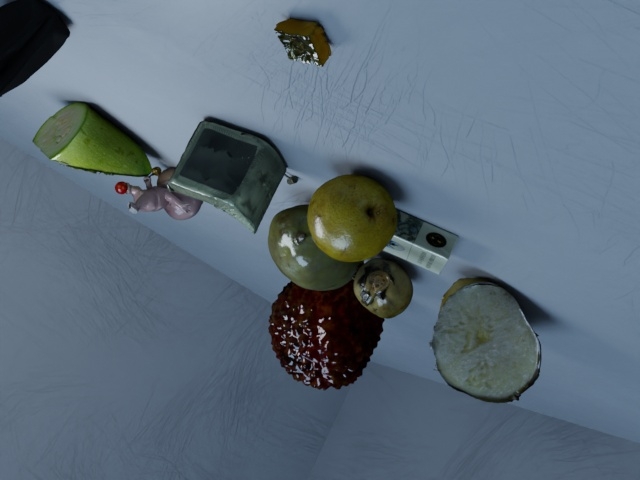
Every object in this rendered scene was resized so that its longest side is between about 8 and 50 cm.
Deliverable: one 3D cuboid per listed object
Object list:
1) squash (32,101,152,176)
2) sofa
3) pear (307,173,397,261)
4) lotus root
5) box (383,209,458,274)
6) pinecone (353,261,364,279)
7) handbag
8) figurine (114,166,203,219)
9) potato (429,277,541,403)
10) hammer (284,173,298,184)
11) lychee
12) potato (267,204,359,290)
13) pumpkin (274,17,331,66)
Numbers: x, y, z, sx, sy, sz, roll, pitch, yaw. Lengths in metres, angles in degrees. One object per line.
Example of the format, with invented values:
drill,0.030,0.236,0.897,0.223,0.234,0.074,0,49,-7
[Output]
squash,-0.683,-0.263,2.312,0.234,0.210,0.309,32,170,46
sofa,-0.231,-0.164,1.858,0.225,0.210,0.176,18,166,19
pear,0.076,-0.055,1.710,0.209,0.209,0.209,25,166,7
lotus root,0.196,0.156,2.314,0.183,0.182,0.310,23,167,13
box,0.207,-0.011,1.887,0.256,0.069,0.164,24,166,7
pinecone,0.098,0.072,2.359,0.102,0.102,0.109,29,138,-9
handbag,-0.750,-0.408,1.734,0.152,0.288,0.342,40,161,-28
figurine,-0.508,-0.157,2.422,0.287,0.186,0.176,-5,175,-32
potato,0.443,0.261,2.144,0.397,0.290,0.296,50,-172,-15
hammer,-0.108,-0.184,1.949,0.110,0.019,0.035,38,163,-20
lychee,0.020,0.288,2.656,0.425,0.500,0.424,-2,144,-1
potato,-0.024,0.019,2.101,0.243,0.221,0.326,31,171,31
pumpkin,-0.032,-0.323,1.225,0.083,0.054,0.074,23,162,35
